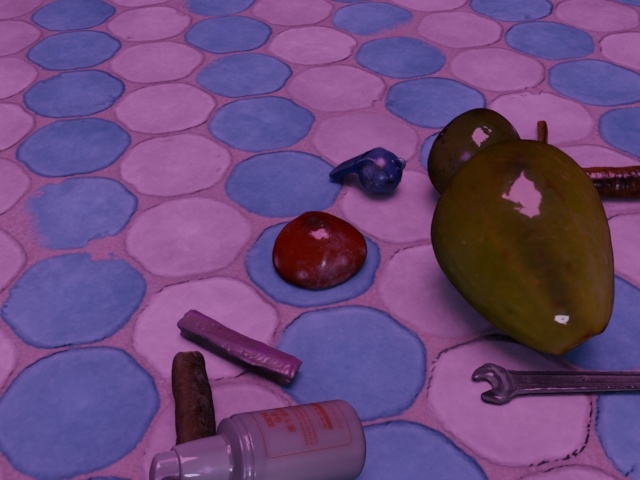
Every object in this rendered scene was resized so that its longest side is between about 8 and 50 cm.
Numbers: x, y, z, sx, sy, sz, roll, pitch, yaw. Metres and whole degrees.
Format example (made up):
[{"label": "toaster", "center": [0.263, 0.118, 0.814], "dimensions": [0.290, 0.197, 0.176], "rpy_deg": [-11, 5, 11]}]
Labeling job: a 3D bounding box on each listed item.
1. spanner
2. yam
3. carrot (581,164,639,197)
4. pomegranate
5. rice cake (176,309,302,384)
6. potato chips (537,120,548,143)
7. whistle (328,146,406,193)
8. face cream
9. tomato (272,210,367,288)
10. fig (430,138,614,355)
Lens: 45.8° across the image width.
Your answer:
[{"label": "spanner", "center": [0.363, 0.197, 1.058], "dimensions": [0.301, 0.018, 0.071], "rpy_deg": [-2, 40, 0]}, {"label": "yam", "center": [-0.159, 0.254, 0.968], "dimensions": [0.061, 0.061, 0.274], "rpy_deg": [-8, 39, -9]}, {"label": "carrot", "center": [0.543, -0.110, 1.382], "dimensions": [0.314, 0.066, 0.066], "rpy_deg": [-1, 40, -1]}, {"label": "pomegranate", "center": [0.291, -0.133, 1.341], "dimensions": [0.210, 0.179, 0.179], "rpy_deg": [38, 52, 21]}, {"label": "rice cake", "center": [-0.119, 0.155, 1.101], "dimensions": [0.206, 0.036, 0.047], "rpy_deg": [22, 55, 25]}, {"label": "potato chips", "center": [0.435, -0.186, 1.509], "dimensions": [0.037, 0.026, 0.204], "rpy_deg": [1, 39, 24]}, {"label": "whistle", "center": [0.098, -0.123, 1.410], "dimensions": [0.157, 0.090, 0.090], "rpy_deg": [-20, 20, 45]}, {"label": "face cream", "center": [-0.076, 0.249, 0.885], "dimensions": [0.251, 0.101, 0.101], "rpy_deg": [-1, 36, -28]}, {"label": "tomato", "center": [0.000, 0.000, 1.243], "dimensions": [0.159, 0.091, 0.139], "rpy_deg": [-18, 44, -22]}, {"label": "fig", "center": [0.307, 0.010, 1.108], "dimensions": [0.257, 0.258, 0.326], "rpy_deg": [-12, 54, -13]}]
